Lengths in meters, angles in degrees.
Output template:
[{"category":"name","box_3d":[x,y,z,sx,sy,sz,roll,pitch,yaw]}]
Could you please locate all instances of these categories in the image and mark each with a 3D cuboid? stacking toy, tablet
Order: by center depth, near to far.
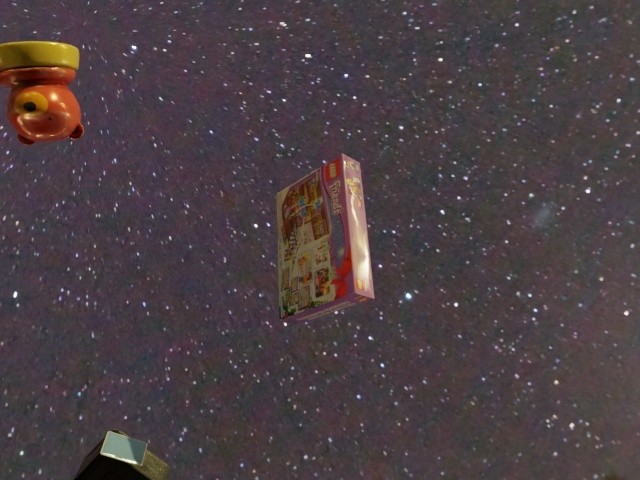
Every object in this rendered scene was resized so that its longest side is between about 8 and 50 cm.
[{"category":"stacking toy","box_3d":[-0.496,-0.180,0.661,0.309,0.279,0.130,-7,-79,4]},{"category":"tablet","box_3d":[-0.387,0.411,1.005,0.083,0.054,0.006,27,-66,-19]}]

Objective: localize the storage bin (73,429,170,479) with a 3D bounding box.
[{"category":"storage bin","box_3d":[-0.451,0.542,1.167,0.180,0.084,0.122,44,-88,-13]}]

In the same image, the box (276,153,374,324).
[{"category":"box","box_3d":[0.000,0.000,1.010,0.057,0.293,0.201,20,-34,-41]}]
